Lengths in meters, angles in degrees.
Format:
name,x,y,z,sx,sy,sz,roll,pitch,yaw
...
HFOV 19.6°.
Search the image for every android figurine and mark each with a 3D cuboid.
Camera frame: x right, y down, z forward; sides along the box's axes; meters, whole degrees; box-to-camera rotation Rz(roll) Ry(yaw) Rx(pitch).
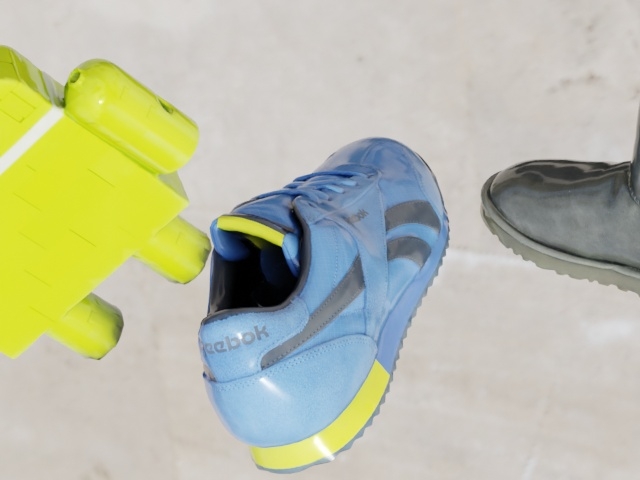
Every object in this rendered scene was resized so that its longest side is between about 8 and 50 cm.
name,x,y,z,sx,sy,sz,roll,pitch,yaw
android figurine,-0.199,-0.020,1.164,0.248,0.273,0.056,-39,44,14

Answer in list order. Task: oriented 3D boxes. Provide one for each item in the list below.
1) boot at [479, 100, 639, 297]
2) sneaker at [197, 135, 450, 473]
name,x,y,z,sx,sy,sz,roll,pitch,yaw
boot,0.169,-0.071,0.923,0.189,0.076,0.209,19,133,26
sneaker,0.000,0.000,0.756,0.069,0.209,0.082,-16,118,25
